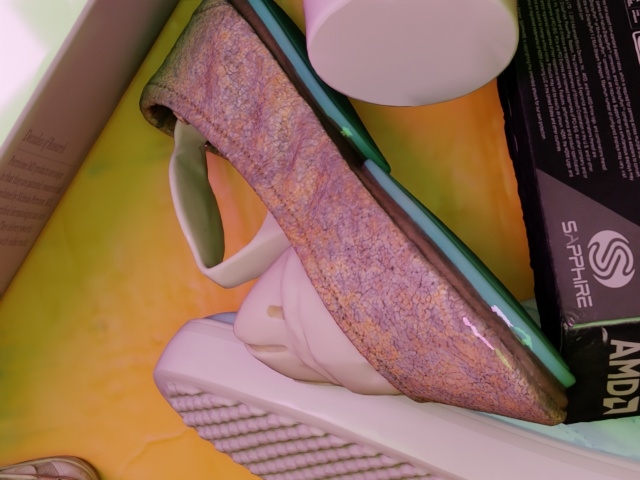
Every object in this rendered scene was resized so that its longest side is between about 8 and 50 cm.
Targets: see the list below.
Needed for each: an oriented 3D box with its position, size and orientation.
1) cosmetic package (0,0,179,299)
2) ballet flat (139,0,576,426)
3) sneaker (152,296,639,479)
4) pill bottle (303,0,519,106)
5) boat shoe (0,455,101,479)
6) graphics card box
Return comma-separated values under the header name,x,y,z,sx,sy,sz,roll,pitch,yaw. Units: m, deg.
name,x,y,z,sx,sy,sz,roll,pitch,yaw
cosmetic package,-0.209,-0.103,0.783,0.217,0.156,0.385,29,92,4
ballet flat,0.000,0.000,0.740,0.106,0.316,0.107,-41,132,6
sneaker,0.107,0.079,0.806,0.366,0.135,0.150,16,61,7
pill bottle,0.037,-0.177,0.746,0.124,0.124,0.221,-3,59,2
boat shoe,-0.188,0.146,0.836,0.153,0.048,0.056,-11,90,2
graphics card box,0.273,-0.054,0.745,0.371,0.094,0.233,-7,56,1
